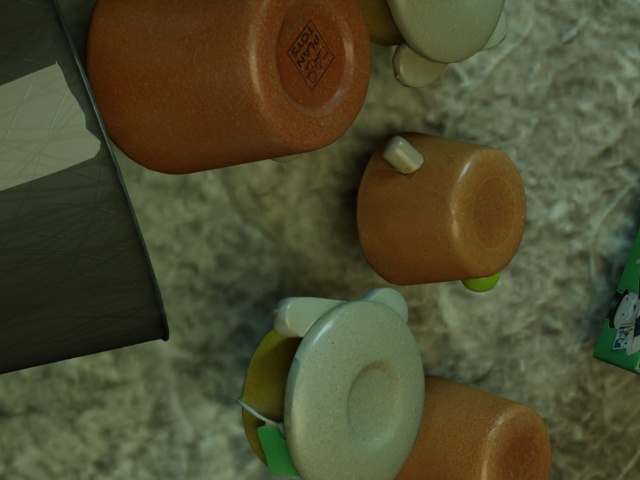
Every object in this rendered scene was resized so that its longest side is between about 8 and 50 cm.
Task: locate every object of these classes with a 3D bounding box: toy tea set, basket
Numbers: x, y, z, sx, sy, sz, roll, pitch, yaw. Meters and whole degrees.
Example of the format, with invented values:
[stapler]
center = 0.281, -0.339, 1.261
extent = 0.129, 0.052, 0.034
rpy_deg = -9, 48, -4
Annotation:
[toy tea set]
center = 0.000, 0.000, 0.725
extent = 0.200, 0.124, 0.336
rpy_deg = -23, 110, -45
[basket]
center = -0.198, -0.015, 0.609
extent = 0.227, 0.154, 0.204
rpy_deg = -21, 109, -11

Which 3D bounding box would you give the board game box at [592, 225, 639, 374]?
[board game box]
center = 0.315, 0.013, 0.847
extent = 0.317, 0.046, 0.213
rpy_deg = 21, 88, -23
